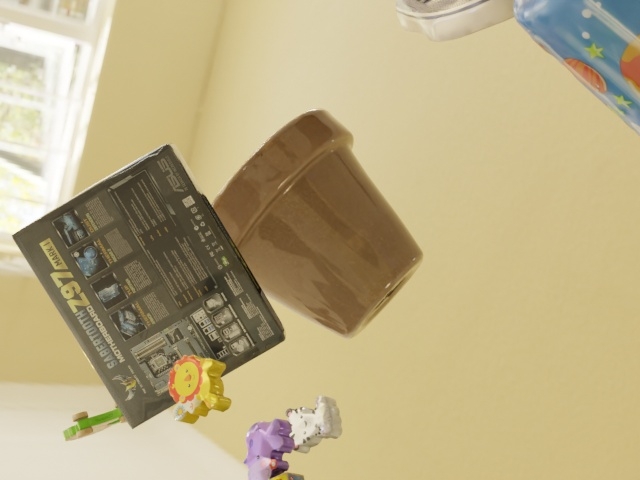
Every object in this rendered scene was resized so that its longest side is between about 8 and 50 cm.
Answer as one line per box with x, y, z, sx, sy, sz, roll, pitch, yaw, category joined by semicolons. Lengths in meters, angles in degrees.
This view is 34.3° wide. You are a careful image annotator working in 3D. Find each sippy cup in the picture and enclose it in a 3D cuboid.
0.281;-0.185;0.800;0.224;0.240;0.305;30;-179;-12;sippy cup

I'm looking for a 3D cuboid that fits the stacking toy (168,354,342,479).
-0.036;0.206;0.808;0.052;0.221;0.167;-29;146;26;stacking toy

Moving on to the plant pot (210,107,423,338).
0.000;0.000;1.327;0.229;0.263;0.263;42;-167;10;plant pot

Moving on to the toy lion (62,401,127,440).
-0.322;0.264;1.496;0.100;0.034;0.096;-16;166;-20;toy lion

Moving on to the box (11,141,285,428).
-0.169;0.045;1.046;0.232;0.183;0.059;59;-179;-6;box

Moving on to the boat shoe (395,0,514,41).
0.144;-0.332;1.220;0.127;0.158;0.340;-25;-163;-8;boat shoe
